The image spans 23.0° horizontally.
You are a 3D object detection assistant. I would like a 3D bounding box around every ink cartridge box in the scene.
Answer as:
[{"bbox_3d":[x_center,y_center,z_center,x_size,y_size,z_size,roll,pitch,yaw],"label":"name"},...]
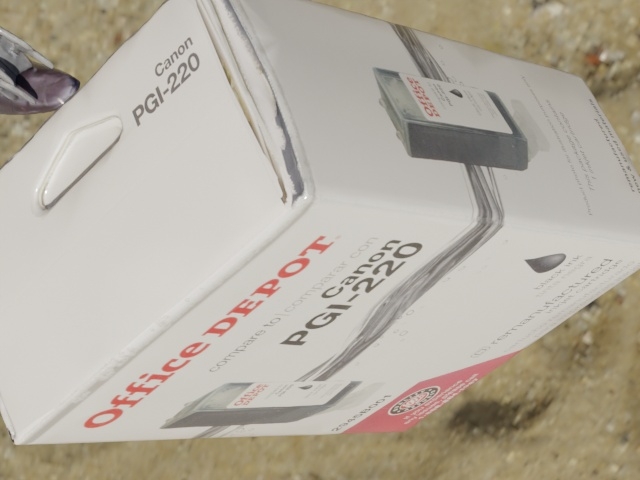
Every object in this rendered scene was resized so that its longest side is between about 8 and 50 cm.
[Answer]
[{"bbox_3d":[0.000,0.000,0.580,0.218,0.158,0.092,8,51,-47],"label":"ink cartridge box"}]

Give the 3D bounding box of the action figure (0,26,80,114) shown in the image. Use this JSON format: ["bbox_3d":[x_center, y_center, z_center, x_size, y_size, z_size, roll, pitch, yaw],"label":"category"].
[{"bbox_3d":[-0.249,-0.134,0.794,0.099,0.285,0.185,25,75,36],"label":"action figure"}]
